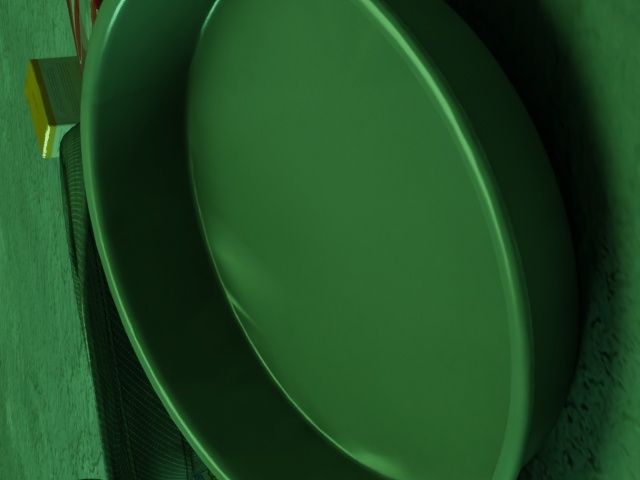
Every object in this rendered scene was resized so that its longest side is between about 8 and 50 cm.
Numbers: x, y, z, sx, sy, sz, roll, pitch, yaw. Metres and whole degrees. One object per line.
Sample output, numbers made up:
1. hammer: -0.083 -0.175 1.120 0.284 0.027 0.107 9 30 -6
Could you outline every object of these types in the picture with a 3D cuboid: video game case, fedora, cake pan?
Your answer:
1. video game case: -0.022 -0.141 0.943 0.204 0.025 0.285 -102 11 -60
2. fedora: -0.073 0.045 1.084 0.275 0.124 0.243 -123 25 -71
3. cake pan: 0.000 0.000 0.828 0.293 0.054 0.293 28 129 41

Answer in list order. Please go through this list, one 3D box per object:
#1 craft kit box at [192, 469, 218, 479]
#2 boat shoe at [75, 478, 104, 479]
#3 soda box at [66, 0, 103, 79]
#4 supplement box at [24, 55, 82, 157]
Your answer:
1. craft kit box: -0.059 0.267 1.286 0.246 0.061 0.250 -126 32 -59
2. boat shoe: -0.126 0.308 1.257 0.103 0.118 0.320 30 131 60
3. soda box: -0.105 -0.155 1.110 0.263 0.083 0.092 -113 20 -59
4. supplement box: -0.145 -0.093 1.297 0.036 0.098 0.062 109 149 -49
